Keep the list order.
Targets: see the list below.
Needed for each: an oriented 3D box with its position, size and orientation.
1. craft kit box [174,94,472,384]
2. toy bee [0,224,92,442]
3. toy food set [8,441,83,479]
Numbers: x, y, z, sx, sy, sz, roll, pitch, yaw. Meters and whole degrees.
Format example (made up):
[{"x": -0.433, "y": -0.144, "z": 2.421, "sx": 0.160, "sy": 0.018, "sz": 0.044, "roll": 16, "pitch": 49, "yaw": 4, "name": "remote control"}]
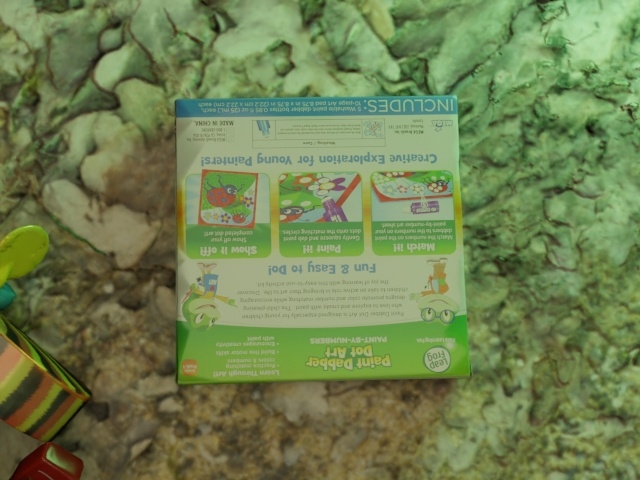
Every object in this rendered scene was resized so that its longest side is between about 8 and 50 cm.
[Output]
[{"x": 0.000, "y": 0.000, "z": 0.863, "sx": 0.250, "sy": 0.061, "sz": 0.246, "roll": 0, "pitch": 79, "yaw": -3, "name": "craft kit box"}, {"x": -0.324, "y": 0.056, "z": 0.786, "sx": 0.298, "sy": 0.162, "sz": 0.195, "roll": 20, "pitch": 83, "yaw": 1, "name": "toy bee"}, {"x": -0.250, "y": 0.221, "z": 0.770, "sx": 0.104, "sy": 0.111, "sz": 0.232, "roll": -37, "pitch": 119, "yaw": 27, "name": "toy food set"}]
